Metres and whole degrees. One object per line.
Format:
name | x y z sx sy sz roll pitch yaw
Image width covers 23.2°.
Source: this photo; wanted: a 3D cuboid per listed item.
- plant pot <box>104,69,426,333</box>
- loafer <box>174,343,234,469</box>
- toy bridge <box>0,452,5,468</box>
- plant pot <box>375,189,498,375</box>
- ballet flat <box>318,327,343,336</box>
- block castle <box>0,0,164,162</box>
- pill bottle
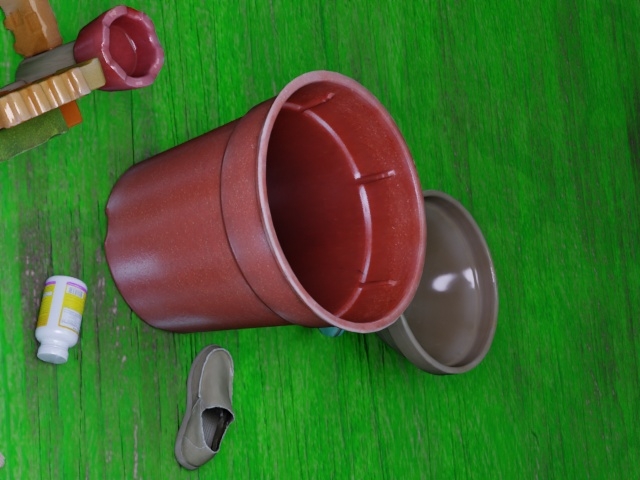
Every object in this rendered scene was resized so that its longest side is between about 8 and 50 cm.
plant pot | -0.073 -0.017 1.665 0.272 0.265 0.272 19 65 -48
loafer | -0.118 0.183 1.723 0.056 0.050 0.148 34 55 -41
toy bridge | -0.354 0.147 1.461 0.188 0.026 0.063 56 42 -25
plant pot | 0.120 0.061 2.007 0.237 0.110 0.237 20 64 -47
ballet flat | 0.000 0.000 1.915 0.087 0.083 0.247 19 63 -20
block castle | -0.355 -0.208 1.414 0.453 0.213 0.303 -35 107 -50
pill bottle | -0.264 0.081 1.578 0.043 0.043 0.083 32 57 -42
